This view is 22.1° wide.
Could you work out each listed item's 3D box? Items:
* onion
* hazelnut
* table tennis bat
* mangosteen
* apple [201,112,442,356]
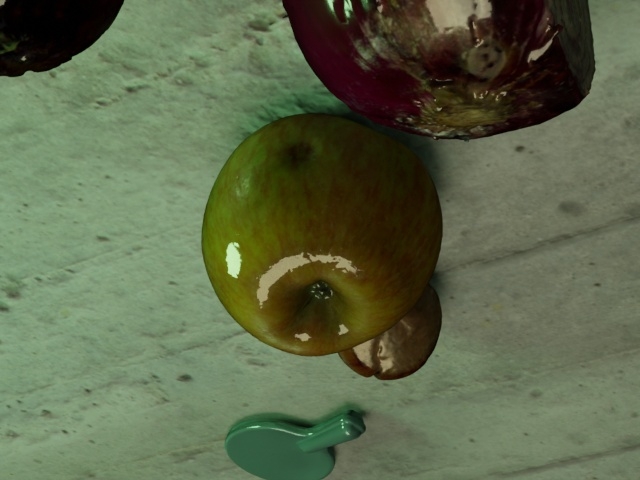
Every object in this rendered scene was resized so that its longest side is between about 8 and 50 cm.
[{"bbox_3d":[0.093,-0.233,1.427,0.260,0.281,0.337,-5,168,18],"label":"onion"},{"bbox_3d":[0.069,0.090,1.940,0.143,0.143,0.154,-27,118,38],"label":"hazelnut"},{"bbox_3d":[-0.030,0.282,2.251,0.153,0.040,0.244,36,139,-25],"label":"table tennis bat"},{"bbox_3d":[-0.313,-0.295,1.556,0.231,0.231,0.289,-23,93,35],"label":"mangosteen"},{"bbox_3d":[0.000,0.000,1.759,0.264,0.264,0.264,8,140,7],"label":"apple"}]
